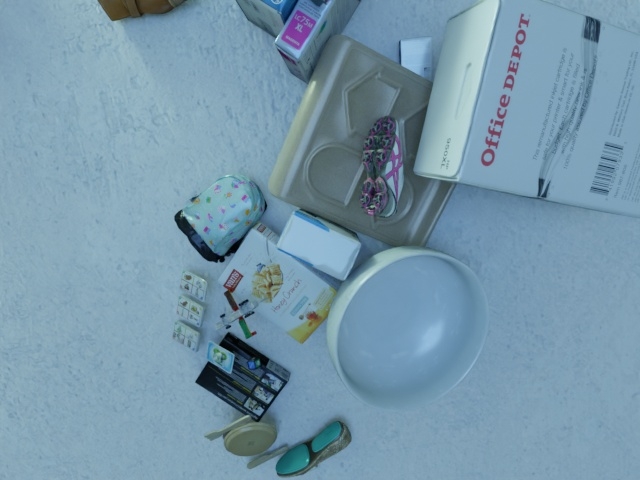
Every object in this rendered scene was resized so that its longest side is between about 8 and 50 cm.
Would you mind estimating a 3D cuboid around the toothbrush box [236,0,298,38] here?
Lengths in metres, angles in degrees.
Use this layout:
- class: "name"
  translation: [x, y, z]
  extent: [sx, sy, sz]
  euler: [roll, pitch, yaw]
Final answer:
- class: "toothbrush box"
  translation: [-0.031, -0.529, 0.740]
  extent: [0.126, 0.216, 0.296]
  euler: [33, 100, -2]

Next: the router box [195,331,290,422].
- class: "router box"
  translation: [-0.180, 0.318, 0.970]
  extent: [0.178, 0.046, 0.133]
  euler: [35, 100, -2]

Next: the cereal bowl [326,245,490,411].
- class: "cereal bowl"
  translation: [0.163, 0.164, 0.853]
  extent: [0.338, 0.141, 0.339]
  euler: [-5, 108, -16]

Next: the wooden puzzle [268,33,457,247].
- class: "wooden puzzle"
  translation: [0.110, -0.179, 0.840]
  extent: [0.347, 0.080, 0.322]
  euler: [23, 101, -10]

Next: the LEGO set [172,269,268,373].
- class: "LEGO set"
  translation: [-0.217, 0.184, 0.924]
  extent: [0.244, 0.060, 0.183]
  euler: [21, 107, 25]

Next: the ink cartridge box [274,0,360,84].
- class: "ink cartridge box"
  translation: [0.032, -0.454, 0.762]
  extent: [0.065, 0.186, 0.311]
  euler: [35, 99, 0]

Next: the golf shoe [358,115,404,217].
- class: "golf shoe"
  translation: [0.122, -0.136, 0.785]
  extent: [0.067, 0.085, 0.186]
  euler: [11, 95, 42]

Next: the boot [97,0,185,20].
- class: "boot"
  translation: [-0.367, -0.585, 0.793]
  extent: [0.219, 0.109, 0.284]
  euler: [-12, 123, 11]

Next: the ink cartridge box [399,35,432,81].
- class: "ink cartridge box"
  translation: [0.193, -0.349, 0.848]
  extent: [0.062, 0.029, 0.115]
  euler: [-3, 106, 4]

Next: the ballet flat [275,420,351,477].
- class: "ballet flat"
  translation: [-0.011, 0.504, 0.982]
  extent: [0.206, 0.073, 0.067]
  euler: [-36, 118, 12]

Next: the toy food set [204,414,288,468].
- class: "toy food set"
  translation: [-0.167, 0.457, 0.972]
  extent: [0.132, 0.039, 0.192]
  euler: [-27, 126, 5]

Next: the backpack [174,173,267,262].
- class: "backpack"
  translation: [-0.200, -0.055, 0.877]
  extent: [0.182, 0.115, 0.152]
  euler: [-40, 92, 6]

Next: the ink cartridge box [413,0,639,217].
- class: "ink cartridge box"
  translation: [0.397, -0.217, 0.738]
  extent: [0.394, 0.166, 0.286]
  euler: [8, 100, -16]

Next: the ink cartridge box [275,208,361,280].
- class: "ink cartridge box"
  translation: [0.000, 0.000, 0.835]
  extent: [0.139, 0.191, 0.082]
  euler: [26, 99, -1]

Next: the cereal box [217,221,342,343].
- class: "cereal box"
  translation: [-0.086, 0.096, 0.905]
  extent: [0.240, 0.047, 0.173]
  euler: [36, 119, -3]
